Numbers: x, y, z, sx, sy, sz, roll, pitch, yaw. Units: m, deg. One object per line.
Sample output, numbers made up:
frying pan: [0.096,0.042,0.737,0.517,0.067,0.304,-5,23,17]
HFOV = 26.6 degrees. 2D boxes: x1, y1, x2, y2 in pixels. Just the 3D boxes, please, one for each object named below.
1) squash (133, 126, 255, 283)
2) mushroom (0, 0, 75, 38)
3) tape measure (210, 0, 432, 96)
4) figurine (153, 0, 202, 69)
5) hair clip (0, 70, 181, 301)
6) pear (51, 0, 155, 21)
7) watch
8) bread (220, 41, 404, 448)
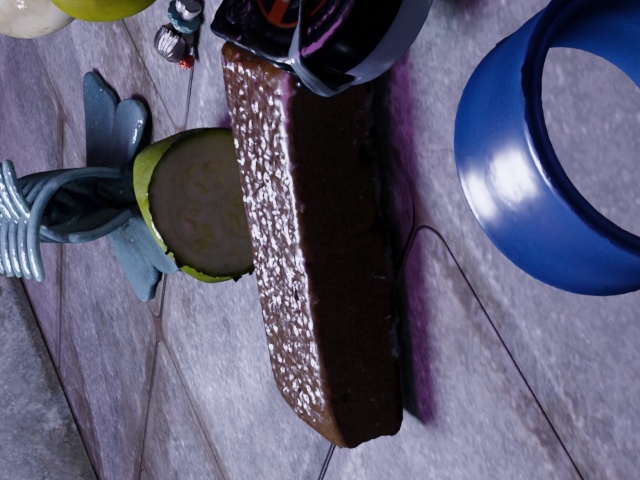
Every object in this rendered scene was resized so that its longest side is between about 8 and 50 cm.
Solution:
squash: [-0.158,-0.034,1.618,0.260,0.189,0.189,-9,96,64]
mushroom: [-0.477,-0.444,1.988,0.315,0.356,0.315,-15,-90,-73]
tape measure: [0.011,-0.215,1.123,0.181,0.107,0.182,42,111,42]
figurine: [-0.173,-0.262,1.695,0.060,0.047,0.106,34,143,2]
hair clip: [-0.382,-0.056,2.096,0.318,0.238,0.392,6,109,65]
pear: [-0.254,-0.357,1.630,0.198,0.198,0.198,49,148,47]
watch: [0.179,-0.075,0.743,0.196,0.200,0.171,65,160,14]
bread: [0.000,0.000,1.354,0.165,0.113,0.417,-142,40,-58]
